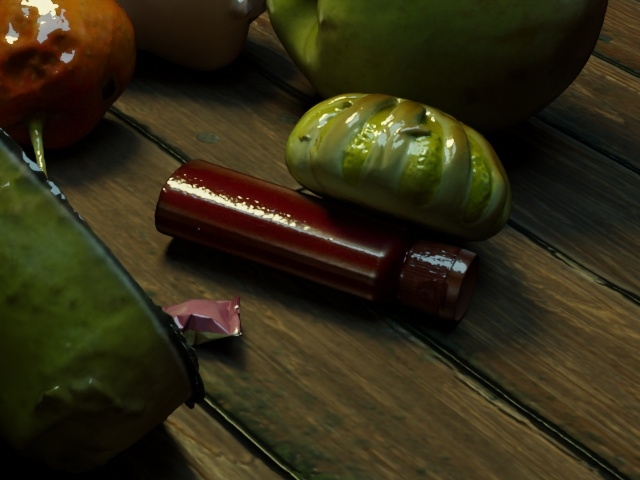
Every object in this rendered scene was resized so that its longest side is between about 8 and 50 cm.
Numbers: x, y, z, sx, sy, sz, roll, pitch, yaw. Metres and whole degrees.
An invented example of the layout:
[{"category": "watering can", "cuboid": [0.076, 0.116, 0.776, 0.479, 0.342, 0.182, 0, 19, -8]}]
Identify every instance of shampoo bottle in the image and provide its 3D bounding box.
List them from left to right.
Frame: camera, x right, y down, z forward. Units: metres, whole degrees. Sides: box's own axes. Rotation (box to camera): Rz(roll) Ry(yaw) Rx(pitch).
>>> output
[{"category": "shampoo bottle", "cuboid": [0.000, 0.000, 1.239, 0.260, 0.064, 0.102, 17, 20, 16]}]

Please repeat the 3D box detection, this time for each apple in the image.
[{"category": "apple", "cuboid": [0.101, -0.254, 1.465, 0.305, 0.338, 0.338, -23, 41, -26]}]

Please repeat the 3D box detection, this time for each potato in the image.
[{"category": "potato", "cuboid": [-0.318, 0.049, 0.979, 0.296, 0.290, 0.397, -40, 91, -18]}]

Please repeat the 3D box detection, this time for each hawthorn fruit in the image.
[{"category": "hawthorn fruit", "cuboid": [-0.251, -0.113, 1.348, 0.165, 0.165, 0.285, 3, 53, -8]}]

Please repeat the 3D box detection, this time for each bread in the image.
[{"category": "bread", "cuboid": [0.070, -0.065, 1.269, 0.213, 0.104, 0.213, 22, -4, 2]}]

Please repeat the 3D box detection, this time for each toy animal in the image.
[{"category": "toy animal", "cuboid": [-0.199, -0.289, 1.574, 0.326, 0.237, 0.269, 21, 43, 26]}]

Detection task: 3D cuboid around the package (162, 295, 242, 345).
[{"category": "package", "cuboid": [-0.101, 0.062, 1.146, 0.083, 0.029, 0.059, -5, 28, -4]}]
